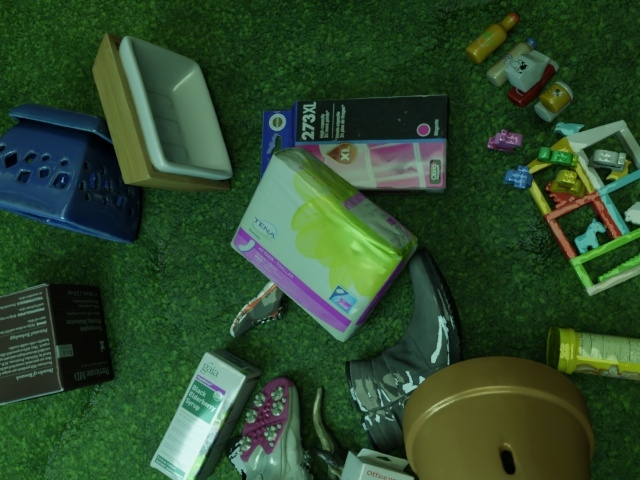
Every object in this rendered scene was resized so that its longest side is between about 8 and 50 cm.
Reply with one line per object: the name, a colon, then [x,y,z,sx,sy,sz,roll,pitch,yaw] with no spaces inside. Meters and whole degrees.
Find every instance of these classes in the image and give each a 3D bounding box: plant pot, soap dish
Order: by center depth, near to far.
plant pot: [0.268,0.347,0.891,0.291,0.203,0.290,3,123,5]
soap dish: [-0.303,-0.228,1.160,0.118,0.229,0.290,-25,78,27]
plant pot: [-0.492,-0.133,1.188,0.236,0.236,0.212,14,82,16]

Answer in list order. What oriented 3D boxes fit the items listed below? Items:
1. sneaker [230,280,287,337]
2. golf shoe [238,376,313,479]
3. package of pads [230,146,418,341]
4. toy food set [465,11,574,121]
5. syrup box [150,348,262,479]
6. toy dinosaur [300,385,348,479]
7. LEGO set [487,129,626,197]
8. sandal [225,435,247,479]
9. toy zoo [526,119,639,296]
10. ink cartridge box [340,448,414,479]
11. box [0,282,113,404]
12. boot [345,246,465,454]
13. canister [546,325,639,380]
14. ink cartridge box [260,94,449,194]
sneaker: [-0.106,0.136,1.150,0.065,0.061,0.158,44,96,8]
golf shoe: [-0.072,0.404,1.082,0.115,0.140,0.306,-20,50,39]
package of pads: [0.000,0.000,1.073,0.297,0.101,0.229,39,122,14]
toy food set: [0.371,-0.299,1.045,0.104,0.111,0.232,-43,45,6]
syrup box: [-0.212,0.330,1.134,0.093,0.096,0.236,27,92,15]
toy dinosaur: [0.022,0.402,1.069,0.064,0.118,0.268,-42,71,41]
LEGO set: [0.389,-0.123,1.006,0.227,0.093,0.086,12,87,15]
sandal: [-0.118,0.446,1.125,0.179,0.040,0.067,44,94,14]
toy zoo: [0.481,-0.076,1.043,0.192,0.030,0.293,-28,78,9]
ink cartridge box: [0.084,0.417,0.986,0.092,0.090,0.143,21,80,-11]
box: [-0.540,0.202,1.190,0.167,0.168,0.203,-15,81,11]
boot: [0.141,0.195,1.056,0.223,0.118,0.338,-16,77,16]
canister: [0.463,0.184,0.970,0.170,0.126,0.073,5,85,13]
ink cartridge box: [0.055,-0.177,1.145,0.371,0.069,0.175,0,84,16]
